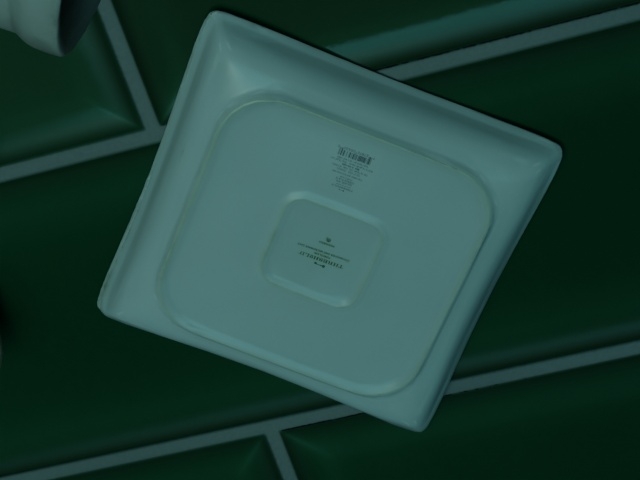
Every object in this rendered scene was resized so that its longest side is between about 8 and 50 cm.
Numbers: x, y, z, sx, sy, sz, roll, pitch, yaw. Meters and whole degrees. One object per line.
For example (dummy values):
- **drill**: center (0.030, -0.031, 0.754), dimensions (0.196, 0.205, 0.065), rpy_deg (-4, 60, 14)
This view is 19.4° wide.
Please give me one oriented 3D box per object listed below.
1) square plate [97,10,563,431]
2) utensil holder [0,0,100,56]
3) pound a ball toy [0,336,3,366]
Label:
- **square plate**: center (0.000, 0.000, 1.734), dimensions (0.347, 0.049, 0.344), rpy_deg (21, 119, -6)
- **utensil holder**: center (-0.327, -0.353, 1.421), dimensions (0.385, 0.328, 0.328), rpy_deg (18, 119, -2)
- **pound a ball toy**: center (-0.439, 0.052, 1.784), dimensions (0.319, 0.136, 0.208), rpy_deg (-14, 91, 14)
